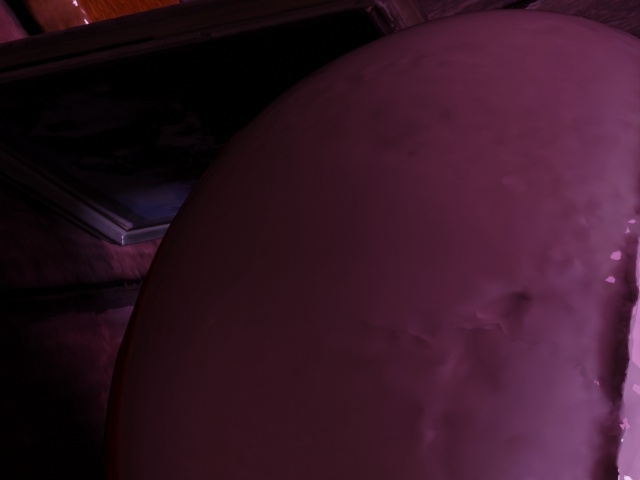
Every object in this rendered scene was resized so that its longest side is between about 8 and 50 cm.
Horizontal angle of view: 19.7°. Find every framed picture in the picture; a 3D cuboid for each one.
[{"bbox_3d":[-0.045,-0.048,0.862,0.296,0.232,0.019,41,40,-70],"label":"framed picture"}]

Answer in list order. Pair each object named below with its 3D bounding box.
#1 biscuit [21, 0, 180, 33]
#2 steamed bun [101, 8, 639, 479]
[{"bbox_3d":[-0.157,-0.178,1.234,0.202,0.047,0.334,65,10,12],"label":"biscuit"},{"bbox_3d":[0.041,0.092,0.737,0.374,0.241,0.374,7,90,-74],"label":"steamed bun"}]
